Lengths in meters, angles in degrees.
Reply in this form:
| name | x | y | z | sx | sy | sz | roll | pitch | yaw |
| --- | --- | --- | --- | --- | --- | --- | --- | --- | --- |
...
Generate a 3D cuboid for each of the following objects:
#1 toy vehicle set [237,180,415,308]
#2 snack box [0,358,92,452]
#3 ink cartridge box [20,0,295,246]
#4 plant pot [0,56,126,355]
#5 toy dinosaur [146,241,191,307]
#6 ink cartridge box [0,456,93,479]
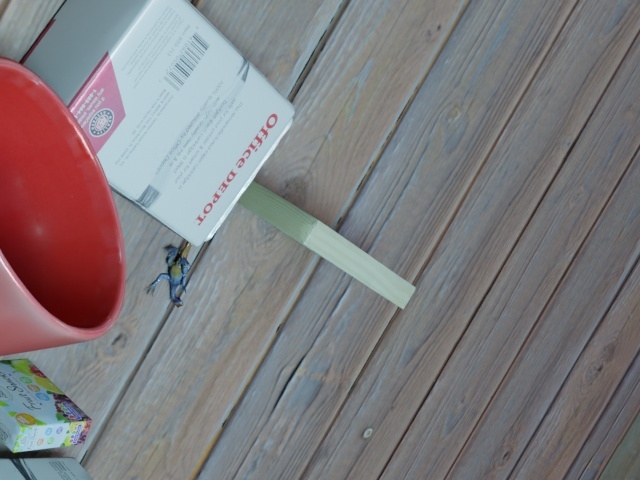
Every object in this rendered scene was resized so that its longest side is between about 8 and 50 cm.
| name | x | y | z | sx | sy | sz | roll | pitch | yaw |
| --- | --- | --- | --- | --- | --- | --- | --- | --- | --- |
| toy vehicle set | 0.000 | 0.000 | 1.722 | 0.035 | 0.166 | 0.267 | -57 | 142 | -1 |
| snack box | -0.344 | 0.187 | 1.491 | 0.100 | 0.141 | 0.037 | 0 | 116 | -48 |
| ink cartridge box | -0.186 | -0.149 | 1.453 | 0.207 | 0.117 | 0.283 | -55 | 142 | -4 |
| plant pot | -0.353 | -0.002 | 1.220 | 0.243 | 0.275 | 0.275 | -20 | 144 | 16 |
| toy dinosaur | -0.177 | 0.045 | 1.663 | 0.090 | 0.047 | 0.082 | -49 | 161 | -27 |
| ink cartridge box | -0.394 | 0.363 | 1.527 | 0.197 | 0.114 | 0.273 | -54 | 154 | 12 |
